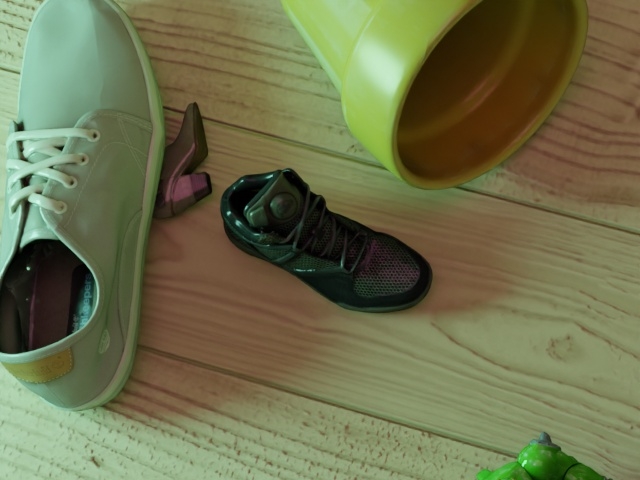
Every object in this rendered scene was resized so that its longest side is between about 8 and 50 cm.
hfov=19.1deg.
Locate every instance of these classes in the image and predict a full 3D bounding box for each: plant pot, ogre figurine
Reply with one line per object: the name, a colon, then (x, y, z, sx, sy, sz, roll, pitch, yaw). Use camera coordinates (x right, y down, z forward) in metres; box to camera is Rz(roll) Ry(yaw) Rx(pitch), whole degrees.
plant pot: (0.094, -0.218, 1.882, 0.254, 0.254, 0.239, -42, 57, -5)
ogre figurine: (0.189, 0.269, 1.794, 0.197, 0.097, 0.118, -37, 90, 12)

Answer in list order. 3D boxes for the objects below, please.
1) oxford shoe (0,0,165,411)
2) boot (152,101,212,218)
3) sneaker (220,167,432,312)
oxford shoe: (-0.254, -0.055, 1.917, 0.169, 0.130, 0.449, -9, 70, 26)
boot: (-0.160, -0.080, 1.971, 0.087, 0.042, 0.118, -14, 65, 12)
sneaker: (0.000, 0.000, 1.878, 0.227, 0.130, 0.087, 26, 81, 12)
